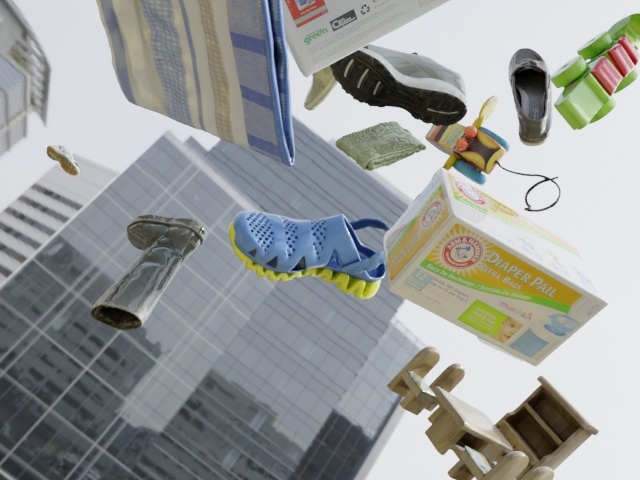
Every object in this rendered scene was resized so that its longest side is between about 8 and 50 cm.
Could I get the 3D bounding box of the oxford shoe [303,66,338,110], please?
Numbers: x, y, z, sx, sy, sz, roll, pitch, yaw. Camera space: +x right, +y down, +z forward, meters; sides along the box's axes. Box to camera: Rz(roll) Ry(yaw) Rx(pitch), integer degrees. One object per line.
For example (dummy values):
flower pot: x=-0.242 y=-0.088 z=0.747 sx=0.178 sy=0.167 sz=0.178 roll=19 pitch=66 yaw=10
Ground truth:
oxford shoe: x=0.036 y=-0.595 z=1.953 sx=0.130 sy=0.169 sz=0.449 roll=23 pitch=-38 yaw=-14

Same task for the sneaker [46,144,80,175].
sneaker: x=-0.465 y=-0.152 z=1.129 sx=0.083 sy=0.037 sz=0.032 roll=40 pitch=-56 yaw=15

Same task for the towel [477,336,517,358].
towel: x=0.411 y=0.238 z=1.383 sx=0.113 sy=0.023 sz=0.152 roll=25 pitch=-5 yaw=21

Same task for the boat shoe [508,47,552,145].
boat shoe: x=0.569 y=-0.410 z=1.644 sx=0.112 sy=0.335 sz=0.095 roll=-3 pitch=-29 yaw=14

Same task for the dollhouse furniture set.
dollhouse furniture set: x=0.263 y=0.260 z=0.887 sx=0.242 sy=0.161 sz=0.212 roll=35 pitch=11 yaw=-38

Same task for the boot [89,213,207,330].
boot: x=-0.297 y=0.050 z=0.994 sx=0.190 sy=0.208 sz=0.076 roll=-4 pitch=-44 yaw=37

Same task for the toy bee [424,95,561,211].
toy bee: x=0.287 y=-0.180 z=1.128 sx=0.162 sy=0.195 sz=0.298 roll=28 pitch=-10 yaw=-41

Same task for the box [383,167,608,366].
box: x=0.183 y=0.030 z=0.665 sx=0.203 sy=0.103 sz=0.114 roll=27 pitch=-59 yaw=-15

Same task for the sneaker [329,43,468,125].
sneaker: x=0.141 y=-0.300 z=1.117 sx=0.272 sy=0.108 sz=0.100 roll=20 pitch=-34 yaw=-10

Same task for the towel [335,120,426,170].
towel: x=0.112 y=-0.180 z=1.142 sx=0.110 sy=0.148 sz=0.027 roll=44 pitch=-35 yaw=37

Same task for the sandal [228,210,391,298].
sandal: x=0.000 y=0.000 z=1.014 sx=0.318 sy=0.126 sz=0.138 roll=11 pitch=-43 yaw=-34

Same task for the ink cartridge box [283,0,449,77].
ink cartridge box: x=0.052 y=-0.400 z=0.735 sx=0.271 sy=0.310 sz=0.130 roll=61 pitch=4 yaw=-47

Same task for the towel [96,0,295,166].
towel: x=-0.143 y=-0.205 z=0.642 sx=0.285 sy=0.034 sz=0.209 roll=26 pitch=-43 yaw=33

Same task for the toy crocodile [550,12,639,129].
toy crocodile: x=0.527 y=-0.315 z=1.139 sx=0.115 sy=0.340 sz=0.105 roll=51 pitch=-35 yaw=-6
